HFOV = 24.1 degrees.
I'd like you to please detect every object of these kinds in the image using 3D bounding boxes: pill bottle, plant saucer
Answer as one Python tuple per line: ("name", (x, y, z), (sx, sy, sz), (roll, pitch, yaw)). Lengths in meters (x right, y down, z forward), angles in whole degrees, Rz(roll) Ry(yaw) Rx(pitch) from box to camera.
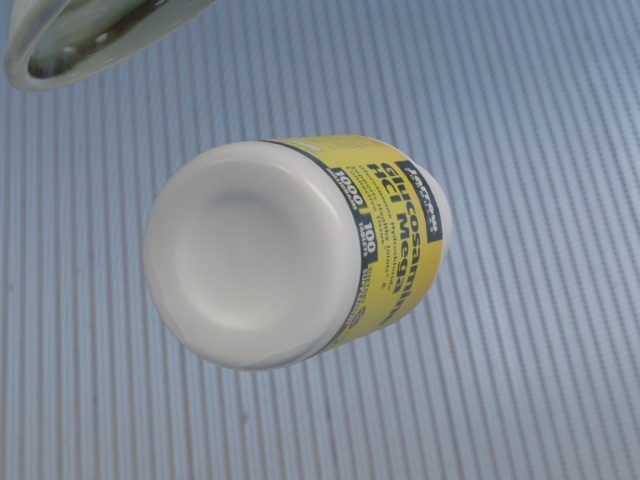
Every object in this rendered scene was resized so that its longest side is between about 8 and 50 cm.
("pill bottle", (0.000, 0.000, 1.333), (0.188, 0.188, 0.334), (33, 17, 16))
("plant saucer", (-0.144, -0.290, 1.383), (0.400, 0.400, 0.100), (-35, 88, -33))
